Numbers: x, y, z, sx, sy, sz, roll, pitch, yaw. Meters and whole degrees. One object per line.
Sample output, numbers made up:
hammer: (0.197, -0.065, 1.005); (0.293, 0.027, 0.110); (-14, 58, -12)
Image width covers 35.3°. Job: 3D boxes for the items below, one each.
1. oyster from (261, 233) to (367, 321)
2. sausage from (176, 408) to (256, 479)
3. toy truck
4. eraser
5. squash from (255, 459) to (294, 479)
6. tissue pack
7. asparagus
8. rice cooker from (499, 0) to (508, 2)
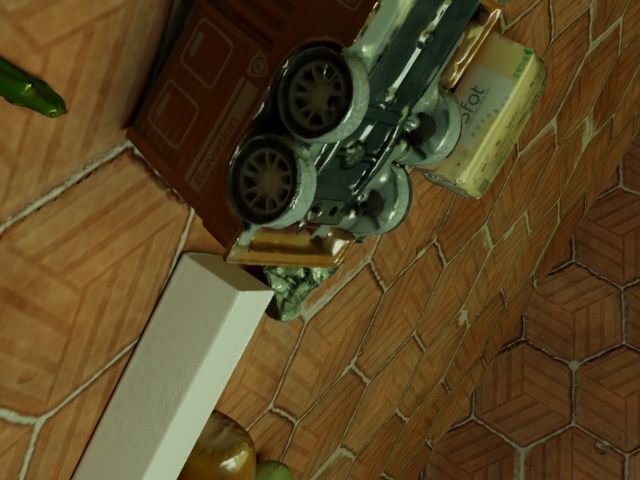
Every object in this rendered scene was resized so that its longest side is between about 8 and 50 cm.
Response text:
oyster: (-0.003, -0.002, 1.181); (0.199, 0.087, 0.252); (-59, 171, 0)
sausage: (-0.134, 0.310, 1.239); (0.105, 0.105, 0.274); (-41, 153, -38)
toy truck: (0.021, -0.180, 0.765); (0.173, 0.207, 0.388); (5, 122, -56)
eraser: (-0.157, 0.161, 1.028); (0.298, 0.078, 0.076); (-63, 158, 10)
squash: (-0.115, 0.429, 1.471); (0.250, 0.083, 0.083); (-61, 158, 12)
tissue pack: (0.232, -0.169, 1.429); (0.222, 0.090, 0.186); (-60, 161, 7)
asparagus: (-0.202, -0.102, 0.667); (0.025, 0.021, 0.108); (-55, 159, 2)
rice cooker: (0.132, -0.297, 0.977); (0.206, 0.145, 0.127); (8, 99, -63)
